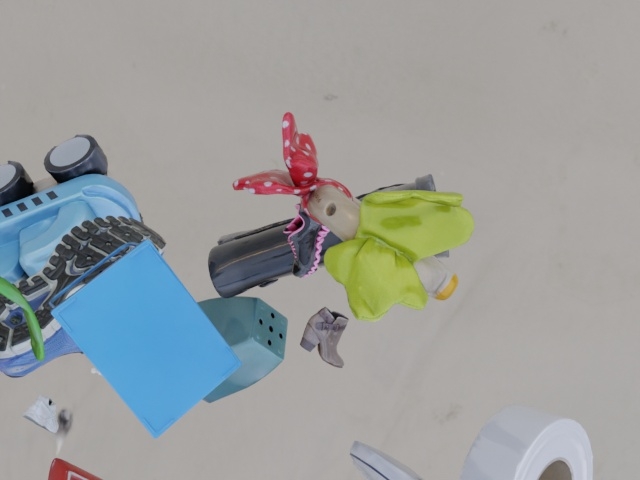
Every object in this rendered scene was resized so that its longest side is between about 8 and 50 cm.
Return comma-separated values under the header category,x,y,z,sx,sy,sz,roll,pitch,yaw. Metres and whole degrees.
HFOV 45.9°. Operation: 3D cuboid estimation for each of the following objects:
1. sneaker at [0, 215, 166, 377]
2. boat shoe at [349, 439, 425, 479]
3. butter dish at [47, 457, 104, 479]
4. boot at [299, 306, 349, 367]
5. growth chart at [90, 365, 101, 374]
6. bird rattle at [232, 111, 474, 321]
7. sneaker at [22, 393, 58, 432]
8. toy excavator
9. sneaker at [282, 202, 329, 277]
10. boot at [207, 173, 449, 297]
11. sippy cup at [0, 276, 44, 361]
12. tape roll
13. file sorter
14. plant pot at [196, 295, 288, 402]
category,x,y,z,sx,sy,sz,roll,pitch,yaw
sneaker,-0.377,0.085,1.172,0.330,0.130,0.147,-40,157,-34
boat shoe,0.124,0.390,1.123,0.096,0.267,0.088,37,83,-43
butter dish,-0.435,0.486,1.301,0.118,0.160,0.160,-36,126,15
boot,0.022,0.172,1.356,0.118,0.042,0.087,33,97,-34
growth chart,-0.433,0.207,1.715,0.172,0.021,0.237,17,86,-30
bird rattle,0.037,-0.009,0.772,0.207,0.253,0.143,32,88,-48
sneaker,-0.587,0.374,1.628,0.053,0.061,0.152,24,156,6
toy excavator,-0.515,0.070,1.320,0.433,0.445,0.222,-22,134,-3
sneaker,-0.024,-0.003,0.960,0.057,0.047,0.119,2,127,-24
boot,0.000,0.000,1.380,0.445,0.367,0.146,-12,92,9
sippy cup,-0.497,0.169,0.880,0.305,0.240,0.224,-8,113,8
tape roll,0.356,0.432,1.301,0.286,0.100,0.286,-7,101,-42
file sorter,-0.193,0.099,0.813,0.118,0.104,0.170,-40,109,-19
plant pot,-0.195,0.219,1.624,0.234,0.165,0.165,-23,135,31
